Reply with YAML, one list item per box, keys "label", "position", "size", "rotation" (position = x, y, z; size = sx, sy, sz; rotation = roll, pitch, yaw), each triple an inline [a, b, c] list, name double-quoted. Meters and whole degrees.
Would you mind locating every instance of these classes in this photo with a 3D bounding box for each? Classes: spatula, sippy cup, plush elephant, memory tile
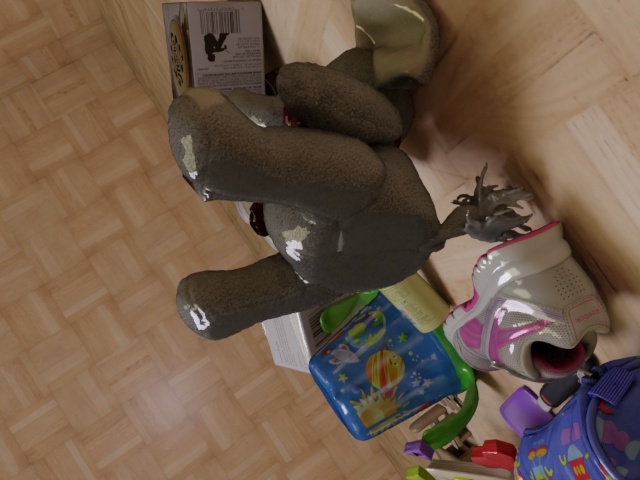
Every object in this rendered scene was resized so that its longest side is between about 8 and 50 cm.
- label: "spatula"
  position: [0.283, 0.199, 0.674]
  size: [0.084, 0.030, 0.296]
  rotation: [49, 165, 29]
- label: "sippy cup"
  position: [0.109, 0.218, 0.947]
  size: [0.240, 0.224, 0.305]
  rotation: [57, 168, -3]
- label: "plush elephant"
  position: [0.010, -0.092, 0.531]
  size: [0.271, 0.330, 0.255]
  rotation: [94, 166, -50]
- label: "memory tile"
  position: [0.239, 0.286, 1.119]
  size: [0.148, 0.012, 0.113]
  rotation: [58, 168, -2]

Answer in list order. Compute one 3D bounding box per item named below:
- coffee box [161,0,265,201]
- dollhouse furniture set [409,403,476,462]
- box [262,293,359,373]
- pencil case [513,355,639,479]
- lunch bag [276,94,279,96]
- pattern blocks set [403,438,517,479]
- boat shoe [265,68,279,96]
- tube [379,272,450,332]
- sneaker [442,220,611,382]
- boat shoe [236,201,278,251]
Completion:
- label: "coffee box"
  position: [-0.170, -0.231, 0.894]
  size: [0.168, 0.119, 0.297]
  rotation: [39, 135, 55]
- label: "dollhouse furniture set"
  position: [0.283, 0.501, 1.136]
  size: [0.212, 0.161, 0.242]
  rotation: [57, 168, -4]
- label: "box"
  position: [-0.020, 0.149, 1.132]
  size: [0.119, 0.182, 0.181]
  rotation: [3, 115, 40]
- label: "pencil case"
  position: [0.271, 0.207, 0.522]
  size: [0.133, 0.119, 0.306]
  rotation: [50, 166, 28]
- label: "lunch bag"
  position: [-0.001, -0.113, 0.816]
  size: [0.176, 0.090, 0.219]
  rotation: [35, 160, 26]
- label: "pattern blocks set"
  position: [0.263, 0.385, 0.846]
  size: [0.325, 0.026, 0.285]
  rotation: [38, 142, -26]
- label: "boat shoe"
  position: [-0.089, -0.219, 0.966]
  size: [0.073, 0.073, 0.207]
  rotation: [56, 167, 17]
- label: "tube"
  position: [0.093, 0.036, 0.806]
  size: [0.240, 0.070, 0.062]
  rotation: [44, -164, -9]
- label: "sneaker"
  position: [0.195, 0.092, 0.531]
  size: [0.252, 0.103, 0.111]
  rotation: [77, 169, -61]
- label: "boat shoe"
  position: [-0.178, -0.066, 1.739]
  size: [0.226, 0.083, 0.076]
  rotation: [44, 155, 5]
